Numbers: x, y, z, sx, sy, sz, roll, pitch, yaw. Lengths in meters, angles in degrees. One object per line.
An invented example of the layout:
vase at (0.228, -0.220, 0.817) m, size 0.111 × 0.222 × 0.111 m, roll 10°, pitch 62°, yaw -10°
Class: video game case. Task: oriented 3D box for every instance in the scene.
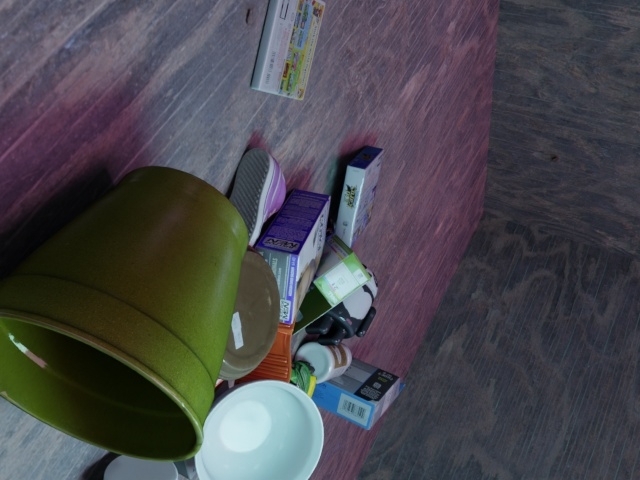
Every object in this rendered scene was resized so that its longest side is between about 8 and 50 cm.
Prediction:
video game case at (0.115, -0.136, 1.988) m, size 0.269 × 0.061 × 0.244 m, roll -50°, pitch 151°, yaw -64°
video game case at (-0.067, -0.428, 1.443) m, size 0.206 × 0.026 × 0.227 m, roll -11°, pitch 117°, yaw -64°

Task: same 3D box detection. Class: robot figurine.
robot figurine at (0.067, 0.191, 2.054) m, size 0.278 × 0.173 × 0.209 m, roll -57°, pitch 154°, yaw -28°

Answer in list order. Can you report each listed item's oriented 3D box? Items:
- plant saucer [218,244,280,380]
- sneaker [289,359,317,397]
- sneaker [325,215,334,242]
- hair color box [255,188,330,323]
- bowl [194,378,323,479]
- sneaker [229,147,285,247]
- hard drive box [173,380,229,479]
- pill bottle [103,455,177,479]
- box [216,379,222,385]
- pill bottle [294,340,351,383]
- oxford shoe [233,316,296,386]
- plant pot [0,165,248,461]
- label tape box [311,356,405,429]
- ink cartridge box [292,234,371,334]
plant saucer at (-0.160, 0.139, 1.322) m, size 0.278 × 0.041 × 0.278 m, roll 3°, pitch 87°, yaw -59°
sneaker at (-0.122, 0.528, 1.989) m, size 0.146 × 0.134 × 0.344 m, roll 15°, pitch 85°, yaw -61°
sneaker at (-0.001, 0.000, 1.891) m, size 0.085 × 0.058 × 0.152 m, roll 81°, pitch 31°, yaw -59°
hair color box at (-0.065, 0.027, 1.598) m, size 0.339 × 0.110 × 0.185 m, roll -61°, pitch 161°, yaw -60°
bowl at (-0.151, 0.435, 1.495) m, size 0.297 × 0.134 × 0.298 m, roll -4°, pitch 101°, yaw -22°
sneaker at (-0.147, -0.047, 1.475) m, size 0.282 × 0.102 × 0.161 m, roll -67°, pitch 160°, yaw -9°
hard drive box at (-0.291, 0.395, 1.513) m, size 0.181 × 0.089 × 0.232 m, roll -50°, pitch 150°, yaw -40°
pill bottle at (-0.378, 0.609, 1.357) m, size 0.188 × 0.188 × 0.334 m, roll -28°, pitch 132°, yaw -59°
box at (-0.252, 0.203, 1.374) m, size 0.300 × 0.142 × 0.154 m, roll -35°, pitch 137°, yaw -54°
pill bottle at (0.018, 0.387, 2.157) m, size 0.229 × 0.131 × 0.131 m, roll 12°, pitch 97°, yaw -68°
oxford shoe at (-0.137, 0.307, 1.683) m, size 0.133 × 0.130 × 0.364 m, roll 117°, pitch -10°, yaw -63°
plant pot at (-0.281, 0.084, 1.012) m, size 0.366 × 0.366 × 0.353 m, roll 83°, pitch 22°, yaw -48°
label tape box at (0.142, 0.508, 2.382) m, size 0.347 × 0.249 × 0.115 m, roll -29°, pitch 134°, yaw -58°
ink cartridge box at (-0.013, 0.116, 1.784) m, size 0.255 × 0.189 × 0.097 m, roll -36°, pitch 110°, yaw -3°
